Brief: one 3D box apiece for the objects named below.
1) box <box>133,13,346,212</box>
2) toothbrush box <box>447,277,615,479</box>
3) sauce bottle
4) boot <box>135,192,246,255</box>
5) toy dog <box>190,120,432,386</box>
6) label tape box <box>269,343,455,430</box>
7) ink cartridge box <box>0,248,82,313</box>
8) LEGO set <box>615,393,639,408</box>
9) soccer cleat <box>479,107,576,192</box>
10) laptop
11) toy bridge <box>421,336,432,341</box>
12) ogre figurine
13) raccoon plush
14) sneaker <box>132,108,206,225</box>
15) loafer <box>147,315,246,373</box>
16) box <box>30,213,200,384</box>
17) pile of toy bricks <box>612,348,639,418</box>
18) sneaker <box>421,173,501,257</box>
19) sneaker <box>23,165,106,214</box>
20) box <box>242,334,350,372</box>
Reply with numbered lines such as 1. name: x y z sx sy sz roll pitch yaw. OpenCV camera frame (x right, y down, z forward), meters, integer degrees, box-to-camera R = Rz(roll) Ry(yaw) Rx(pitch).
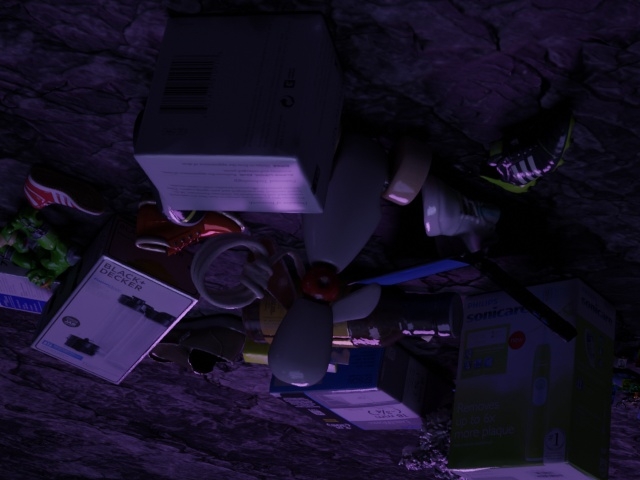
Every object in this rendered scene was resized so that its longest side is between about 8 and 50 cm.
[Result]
1. box: -0.081 -0.134 1.185 0.182 0.181 0.119 2 154 15
2. toothbrush box: 0.318 0.219 1.663 0.206 0.283 0.122 -13 146 40
3. sauce bottle: 0.050 0.115 1.731 0.344 0.111 0.111 1 154 24
4. boot: -0.189 -0.011 1.596 0.158 0.084 0.059 8 153 -1
5. toy dog: 0.000 0.000 1.345 0.220 0.333 0.161 40 167 -6
6. label tape box: 0.100 0.296 2.110 0.241 0.106 0.334 -8 149 34
7. ink cartridge box: -0.453 0.078 1.899 0.333 0.065 0.165 10 154 -3
8. LEGO set: 0.581 0.290 2.031 0.083 0.023 0.054 -5 156 1
9. soccer cleat: 0.237 -0.103 1.283 0.072 0.060 0.179 15 157 -8
10. laptop: 0.201 0.093 1.508 0.264 0.136 0.234 40 -172 13
11. toy bridge: 0.183 0.132 1.773 0.188 0.026 0.063 32 124 -3
12. ogre figurine: -0.441 0.010 1.728 0.118 0.097 0.197 38 131 -15
13. raccoon plush: 0.273 0.382 1.852 0.216 0.446 0.299 33 115 -9
14. sneaker: -0.165 -0.087 1.427 0.097 0.084 0.234 2 154 12
15. loafer: -0.239 0.199 2.047 0.251 0.087 0.094 -16 145 42
16. box: -0.324 0.100 1.764 0.169 0.087 0.290 29 133 -21
17. pile of toy bricks: 0.518 0.232 1.853 0.212 0.118 0.105 8 -171 -18
18. sneaker: 0.185 -0.035 1.436 0.094 0.080 0.212 -6 162 15
19. sneaker: -0.371 -0.063 1.599 0.118 0.042 0.067 28 146 -19
20. box: -0.033 0.159 1.865 0.178 0.109 0.042 7 151 7
